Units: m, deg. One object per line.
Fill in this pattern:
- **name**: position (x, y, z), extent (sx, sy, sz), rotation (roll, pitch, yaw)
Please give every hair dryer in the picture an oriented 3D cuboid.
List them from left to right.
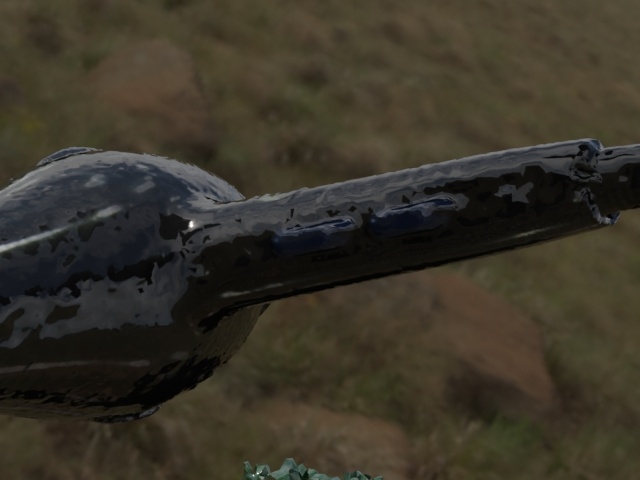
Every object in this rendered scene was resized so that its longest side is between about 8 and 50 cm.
- **hair dryer**: position (0.000, 0.000, 0.383), extent (0.219, 0.075, 0.195), rotation (-11, 0, 22)

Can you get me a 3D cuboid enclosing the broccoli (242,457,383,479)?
- **broccoli**: position (0.022, 0.201, 0.639), extent (0.220, 0.194, 0.194), rotation (21, 10, 17)
